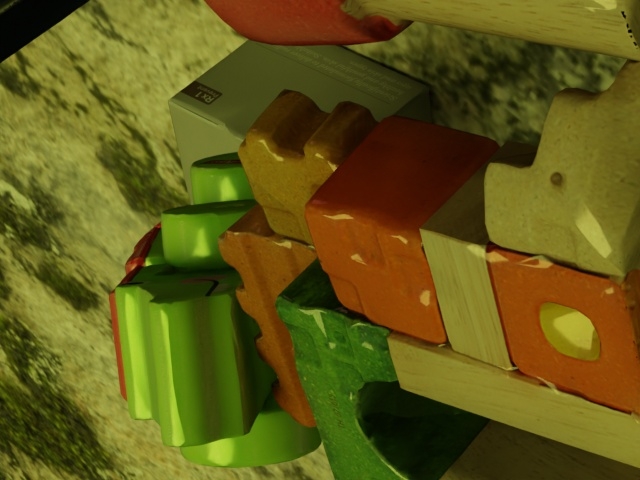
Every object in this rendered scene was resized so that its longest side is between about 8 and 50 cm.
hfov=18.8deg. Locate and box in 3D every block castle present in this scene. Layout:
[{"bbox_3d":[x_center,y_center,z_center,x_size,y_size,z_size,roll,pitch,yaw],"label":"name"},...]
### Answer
[{"bbox_3d":[0.122,-0.016,0.778,0.213,0.303,0.453,15,137,36],"label":"block castle"}]

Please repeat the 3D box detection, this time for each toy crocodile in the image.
[{"bbox_3d":[-0.052,0.028,0.925,0.340,0.105,0.115,-76,-20,-78],"label":"toy crocodile"}]

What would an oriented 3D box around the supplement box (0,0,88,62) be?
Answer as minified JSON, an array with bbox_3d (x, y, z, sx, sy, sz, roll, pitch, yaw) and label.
[{"bbox_3d":[-0.275,-0.269,1.117,0.356,0.195,0.194,52,150,-3],"label":"supplement box"}]

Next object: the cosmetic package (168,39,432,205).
[{"bbox_3d":[0.000,0.000,1.160,0.127,0.107,0.238,29,142,31],"label":"cosmetic package"}]
